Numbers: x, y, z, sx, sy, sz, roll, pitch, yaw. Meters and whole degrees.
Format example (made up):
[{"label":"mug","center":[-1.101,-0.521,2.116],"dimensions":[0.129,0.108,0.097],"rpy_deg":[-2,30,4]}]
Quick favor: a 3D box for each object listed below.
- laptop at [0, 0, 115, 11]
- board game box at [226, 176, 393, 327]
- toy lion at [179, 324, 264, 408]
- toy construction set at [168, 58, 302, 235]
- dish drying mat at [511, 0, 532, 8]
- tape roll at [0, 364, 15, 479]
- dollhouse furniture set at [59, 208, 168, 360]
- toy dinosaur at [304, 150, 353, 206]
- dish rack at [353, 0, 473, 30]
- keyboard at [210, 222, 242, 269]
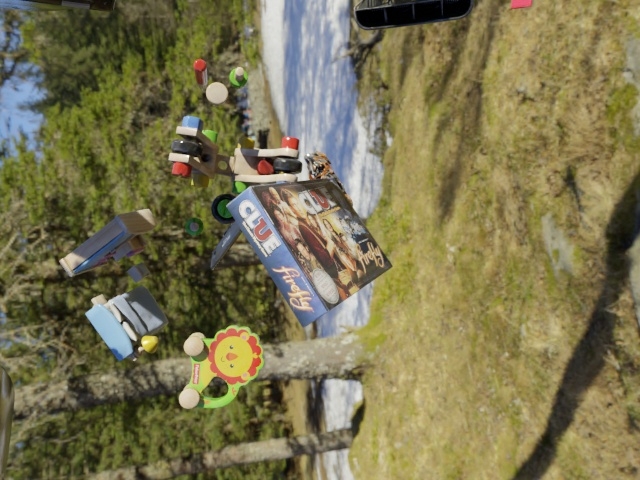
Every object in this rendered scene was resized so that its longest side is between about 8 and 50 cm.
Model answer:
[{"label":"laptop","center":[-0.408,-0.351,0.488],"dimensions":[0.236,0.381,0.408],"rpy_deg":[56,135,24]},{"label":"board game box","center":[0.000,0.000,0.692],"dimensions":[0.165,0.042,0.243],"rpy_deg":[56,-155,6]},{"label":"toy lion","center":[-0.117,0.153,0.644],"dimensions":[0.034,0.096,0.100],"rpy_deg":[164,112,-86]},{"label":"toy construction set","center":[-0.188,-0.192,1.101],"dimensions":[0.237,0.257,0.309],"rpy_deg":[-172,66,-78]},{"label":"dish drying mat","center":[0.314,-0.404,0.821],"dimensions":[0.032,0.008,0.083],"rpy_deg":[10,105,36]},{"label":"tape roll","center":[-0.307,0.128,0.311],"dimensions":[0.219,0.219,0.072],"rpy_deg":[99,157,-47]},{"label":"dollhouse furniture set","center":[-0.425,0.102,1.328],"dimensions":[0.303,0.198,0.286],"rpy_deg":[57,-165,-1]},{"label":"toy dinosaur","center":[0.032,-0.107,1.524],"dimensions":[0.322,0.218,0.164],"rpy_deg":[48,121,16]},{"label":"dish rack","center":[0.146,-0.507,0.888],"dimensions":[0.074,0.208,0.272],"rpy_deg":[-76,-21,-45]},{"label":"keyboard","center":[-0.253,-0.006,1.476],"dimensions":[0.180,0.023,0.108],"rpy_deg":[-49,28,28]}]
